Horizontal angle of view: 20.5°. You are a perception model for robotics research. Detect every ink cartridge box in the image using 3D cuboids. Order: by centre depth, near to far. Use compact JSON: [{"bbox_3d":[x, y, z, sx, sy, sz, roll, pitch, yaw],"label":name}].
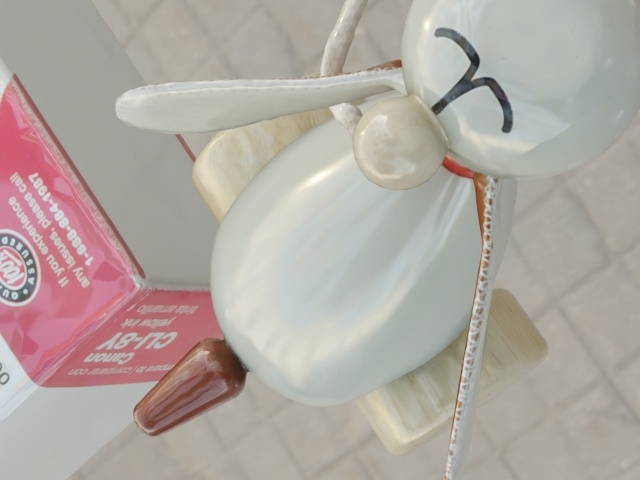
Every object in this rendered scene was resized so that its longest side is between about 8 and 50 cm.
[{"bbox_3d":[-0.262,0.039,1.091,0.384,0.160,0.279,-42,72,21],"label":"ink cartridge box"}]

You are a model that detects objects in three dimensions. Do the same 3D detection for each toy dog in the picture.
[{"bbox_3d":[0.000,0.000,0.637,0.220,0.161,0.334,46,163,27],"label":"toy dog"}]
